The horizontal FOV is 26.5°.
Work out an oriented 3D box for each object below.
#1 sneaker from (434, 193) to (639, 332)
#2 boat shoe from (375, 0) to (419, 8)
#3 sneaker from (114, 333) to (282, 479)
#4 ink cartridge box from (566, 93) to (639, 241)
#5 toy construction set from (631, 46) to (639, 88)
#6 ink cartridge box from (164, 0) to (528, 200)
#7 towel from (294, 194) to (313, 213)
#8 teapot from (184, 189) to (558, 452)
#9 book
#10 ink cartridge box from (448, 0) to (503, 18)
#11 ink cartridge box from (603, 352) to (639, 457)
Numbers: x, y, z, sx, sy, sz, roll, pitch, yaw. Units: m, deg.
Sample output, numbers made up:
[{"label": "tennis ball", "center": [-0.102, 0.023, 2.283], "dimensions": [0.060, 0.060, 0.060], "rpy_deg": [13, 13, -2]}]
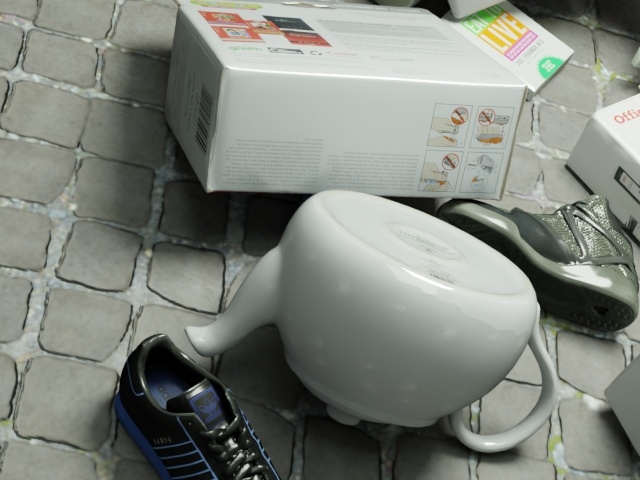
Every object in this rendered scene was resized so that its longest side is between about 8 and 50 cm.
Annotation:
[{"label": "sneaker", "center": [0.225, -0.002, 1.404], "dimensions": [0.227, 0.087, 0.130], "rpy_deg": [22, 46, -5]}, {"label": "boat shoe", "center": [0.046, -0.367, 1.656], "dimensions": [0.227, 0.079, 0.081], "rpy_deg": [44, 41, 11]}, {"label": "sneaker", "center": [-0.088, 0.178, 1.133], "dimensions": [0.232, 0.090, 0.081], "rpy_deg": [44, 51, 18]}, {"label": "ink cartridge box", "center": [0.399, -0.065, 1.515], "dimensions": [0.148, 0.086, 0.203], "rpy_deg": [-21, 60, -33]}, {"label": "toy construction set", "center": [0.396, -0.342, 1.678], "dimensions": [0.151, 0.215, 0.327], "rpy_deg": [31, 28, -55]}, {"label": "ink cartridge box", "center": [0.009, -0.153, 1.394], "dimensions": [0.309, 0.130, 0.272], "rpy_deg": [1, 25, -19]}, {"label": "towel", "center": [0.000, 0.000, 1.356], "dimensions": [0.067, 0.029, 0.119], "rpy_deg": [20, 47, -3]}, {"label": "teapot", "center": [0.062, 0.083, 1.214], "dimensions": [0.256, 0.187, 0.252], "rpy_deg": [32, 18, 30]}, {"label": "book", "center": [0.220, -0.238, 1.636], "dimensions": [0.144, 0.035, 0.096], "rpy_deg": [38, 53, 11]}, {"label": "ink cartridge box", "center": [0.230, -0.496, 1.662], "dimensions": [0.285, 0.166, 0.395], "rpy_deg": [-20, 48, 9]}, {"label": "ink cartridge box", "center": [0.457, 0.148, 1.273], "dimensions": [0.270, 0.197, 0.198], "rpy_deg": [-12, 62, -28]}]
